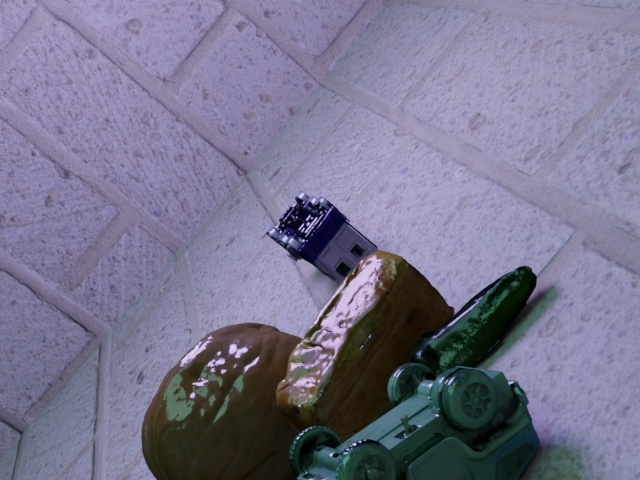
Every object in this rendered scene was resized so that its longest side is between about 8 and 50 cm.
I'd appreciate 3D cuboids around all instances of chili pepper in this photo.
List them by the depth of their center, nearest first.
[{"bbox_3d":[0.215,0.111,1.388,0.216,0.062,0.108,-42,19,18],"label":"chili pepper"}]

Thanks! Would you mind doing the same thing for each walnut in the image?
[{"bbox_3d":[-0.134,0.274,1.592,0.313,0.252,0.277,-57,7,-30],"label":"walnut"}]

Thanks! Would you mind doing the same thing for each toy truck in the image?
[{"bbox_3d":[0.105,0.245,1.130,0.279,0.156,0.155,-30,10,-24],"label":"toy truck"},{"bbox_3d":[0.000,0.000,1.975,0.124,0.155,0.268,-51,15,-3],"label":"toy truck"}]

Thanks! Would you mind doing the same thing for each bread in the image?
[{"bbox_3d":[0.064,0.169,1.474,0.132,0.167,0.294,19,67,46],"label":"bread"}]
